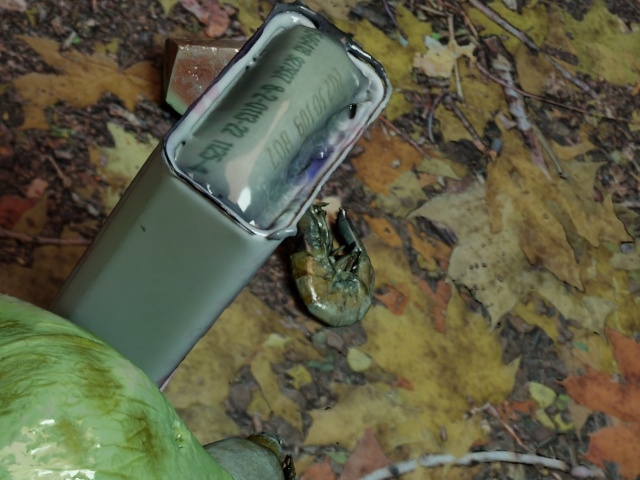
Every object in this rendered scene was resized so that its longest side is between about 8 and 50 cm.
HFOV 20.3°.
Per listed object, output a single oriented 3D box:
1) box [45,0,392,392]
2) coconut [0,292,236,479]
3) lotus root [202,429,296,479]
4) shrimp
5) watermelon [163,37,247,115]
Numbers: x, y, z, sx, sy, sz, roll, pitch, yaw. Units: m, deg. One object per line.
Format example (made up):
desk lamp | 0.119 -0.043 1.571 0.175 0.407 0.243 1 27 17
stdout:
box | -0.094 0.006 1.259 0.112 0.370 0.190 38 50 -4
coconut | -0.201 0.183 1.141 0.328 0.281 0.328 12 43 -11
lotus root | -0.072 0.193 1.343 0.088 0.088 0.165 52 40 10
shrimp | 0.000 0.000 1.545 0.091 0.034 0.161 -3 67 -45
watermelon | -0.097 -0.140 1.554 0.084 0.072 0.092 -10 69 -15
